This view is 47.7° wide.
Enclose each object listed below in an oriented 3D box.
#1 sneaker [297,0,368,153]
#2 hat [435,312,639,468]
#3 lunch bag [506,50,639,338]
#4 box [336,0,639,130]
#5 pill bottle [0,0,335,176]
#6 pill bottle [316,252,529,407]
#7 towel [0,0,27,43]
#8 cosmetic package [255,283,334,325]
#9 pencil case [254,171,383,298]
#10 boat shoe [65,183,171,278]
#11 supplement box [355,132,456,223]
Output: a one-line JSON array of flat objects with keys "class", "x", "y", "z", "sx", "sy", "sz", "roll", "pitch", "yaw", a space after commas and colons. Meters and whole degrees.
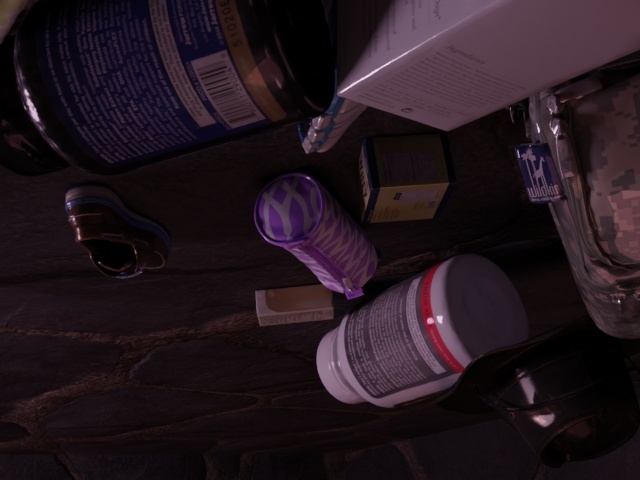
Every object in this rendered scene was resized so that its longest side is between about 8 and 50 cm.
[{"class": "sneaker", "x": 0.032, "y": -0.125, "z": 0.545, "sx": 0.082, "sy": 0.072, "sz": 0.191, "roll": -5, "pitch": 158, "yaw": -18}, {"class": "hat", "x": 0.310, "y": 0.205, "z": 0.906, "sx": 0.331, "sy": 0.134, "sz": 0.331, "roll": -15, "pitch": 152, "yaw": -8}, {"class": "lunch bag", "x": 0.316, "y": -0.080, "z": 0.567, "sx": 0.305, "sy": 0.213, "sz": 0.256, "roll": -15, "pitch": 140, "yaw": 18}, {"class": "box", "x": 0.093, "y": -0.151, "z": 0.379, "sx": 0.091, "sy": 0.130, "sz": 0.170, "roll": 11, "pitch": 164, "yaw": -35}, {"class": "pill bottle", "x": -0.111, "y": -0.111, "z": 0.463, "sx": 0.219, "sy": 0.123, "sz": 0.123, "roll": -13, "pitch": 157, "yaw": 18}, {"class": "pill bottle", "x": 0.137, "y": 0.152, "z": 1.093, "sx": 0.176, "sy": 0.177, "sz": 0.318, "roll": 11, "pitch": 152, "yaw": -36}, {"class": "towel", "x": -0.236, "y": -0.210, "z": 0.225, "sx": 0.374, "sy": 0.090, "sz": 0.320, "roll": 13, "pitch": 153, "yaw": -38}, {"class": "cosmetic package", "x": -0.038, "y": 0.097, "z": 1.090, "sx": 0.115, "sy": 0.041, "sz": 0.060, "roll": -5, "pitch": 157, "yaw": -3}, {"class": "pencil case", "x": 0.000, "y": 0.000, "z": 0.808, "sx": 0.086, "sy": 0.088, "sz": 0.206, "roll": -13, "pitch": 156, "yaw": 19}, {"class": "boat shoe", "x": -0.220, "y": 0.006, "z": 0.790, "sx": 0.066, "sy": 0.066, "sz": 0.183, "roll": -12, "pitch": 157, "yaw": 14}, {"class": "supplement box", "x": 0.082, "y": -0.061, "z": 0.723, "sx": 0.083, "sy": 0.056, "sz": 0.083, "roll": -4, "pitch": 157, "yaw": -5}]
